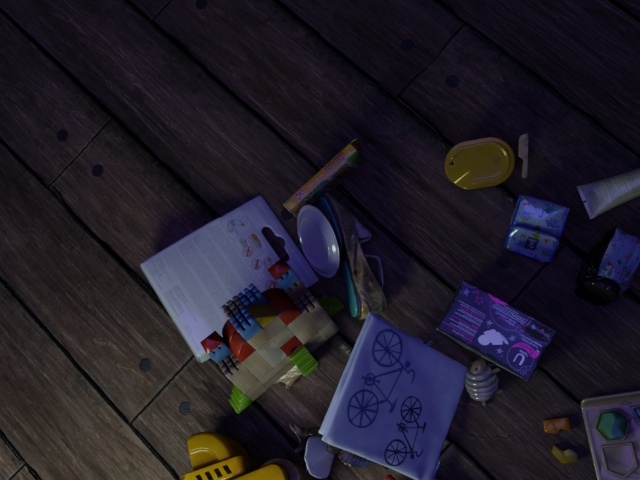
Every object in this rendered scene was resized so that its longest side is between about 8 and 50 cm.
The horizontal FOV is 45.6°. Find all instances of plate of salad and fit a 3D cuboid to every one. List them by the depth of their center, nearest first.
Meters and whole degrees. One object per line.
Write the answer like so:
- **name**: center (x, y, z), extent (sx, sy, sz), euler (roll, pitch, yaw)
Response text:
- **plate of salad**: center (0.000, 0.000, 1.984), extent (0.048, 0.200, 0.200), euler (-21, 73, -28)

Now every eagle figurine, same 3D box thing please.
- **eagle figurine**: center (0.080, 0.449, 1.872), extent (0.298, 0.226, 0.225), euler (-27, 55, 10)

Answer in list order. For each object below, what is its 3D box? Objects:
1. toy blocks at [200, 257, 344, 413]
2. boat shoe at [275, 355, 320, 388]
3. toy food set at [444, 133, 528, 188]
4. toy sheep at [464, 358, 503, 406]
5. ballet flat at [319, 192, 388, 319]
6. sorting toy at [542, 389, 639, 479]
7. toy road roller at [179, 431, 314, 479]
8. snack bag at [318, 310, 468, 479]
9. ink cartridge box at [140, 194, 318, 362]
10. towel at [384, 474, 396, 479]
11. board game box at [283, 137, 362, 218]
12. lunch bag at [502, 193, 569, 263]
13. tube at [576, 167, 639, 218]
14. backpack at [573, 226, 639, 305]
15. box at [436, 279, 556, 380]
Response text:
- **toy blocks**: center (-0.137, 0.218, 1.877), extent (0.381, 0.261, 0.191), euler (-39, 45, -4)
- **boat shoe**: center (-0.084, 0.350, 1.989), extent (0.190, 0.068, 0.072), euler (-14, 90, 20)
- **toy food set**: center (0.435, -0.209, 1.991), extent (0.218, 0.071, 0.128), euler (-7, 102, 12)
- **toy sheep**: center (0.400, 0.352, 1.877), extent (0.091, 0.091, 0.132), euler (-11, 105, 9)
- **ballet flat**: center (0.093, 0.033, 1.993), extent (0.123, 0.123, 0.348), euler (-19, 76, 7)
- **sorting toy**: center (0.702, 0.483, 1.813), extent (0.307, 0.041, 0.229), euler (-11, 78, 9)
- **toy road roller**: center (-0.201, 0.580, 1.898), extent (0.329, 0.202, 0.241), euler (-22, 65, 8)
- **snack bag**: center (0.192, 0.383, 1.832), extent (0.342, 0.037, 0.323), euler (29, 74, -23)
- **ink cartridge box**: center (-0.246, 0.098, 2.072), extent (0.385, 0.091, 0.308), euler (-31, 74, -13)
- **towel**: center (0.217, 0.720, 1.831), extent (0.275, 0.031, 0.199), euler (37, 107, 20)
- **board game box**: center (0.017, -0.162, 2.028), extent (0.259, 0.124, 0.039), euler (-45, 76, 1)
- **lunch bag**: center (0.542, -0.030, 1.920), extent (0.129, 0.096, 0.151), euler (18, 98, 11)
- **tube**: center (0.776, -0.139, 1.913), extent (0.240, 0.062, 0.070), euler (-22, 32, 11)
- **backpack**: center (0.708, 0.062, 1.851), extent (0.115, 0.152, 0.182), euler (30, 74, 10)
- **box**: center (0.424, 0.220, 1.856), extent (0.247, 0.163, 0.142), euler (30, 90, 15)
